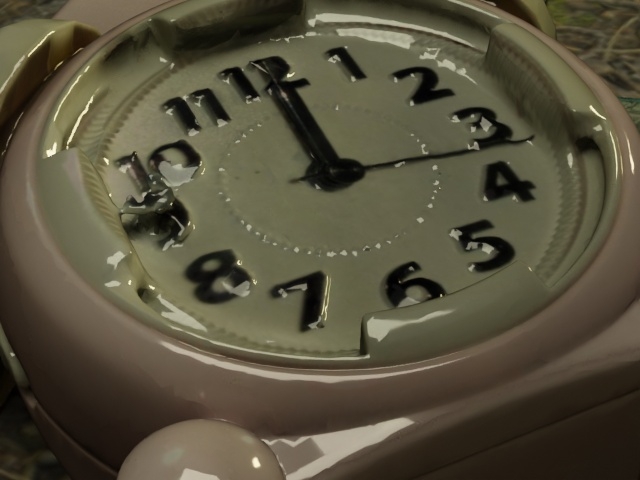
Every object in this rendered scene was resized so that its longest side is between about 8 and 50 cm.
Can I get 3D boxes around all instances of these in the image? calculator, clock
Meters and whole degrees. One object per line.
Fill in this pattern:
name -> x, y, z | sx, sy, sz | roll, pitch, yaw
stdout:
calculator -> -0.160, -0.132, 0.956 | 0.100, 0.032, 0.175 | 9, 41, 17
clock -> 0.000, 0.000, 0.622 | 0.342, 0.184, 0.326 | -15, 53, -22

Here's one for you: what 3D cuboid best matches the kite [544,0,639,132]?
kite -> 0.097, -0.087, 0.883 | 0.406, 0.014, 0.368 | 9, 42, 18

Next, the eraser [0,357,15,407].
eraser -> -0.263, 0.101, 0.652 | 0.144, 0.078, 0.343 | 7, 41, 17
